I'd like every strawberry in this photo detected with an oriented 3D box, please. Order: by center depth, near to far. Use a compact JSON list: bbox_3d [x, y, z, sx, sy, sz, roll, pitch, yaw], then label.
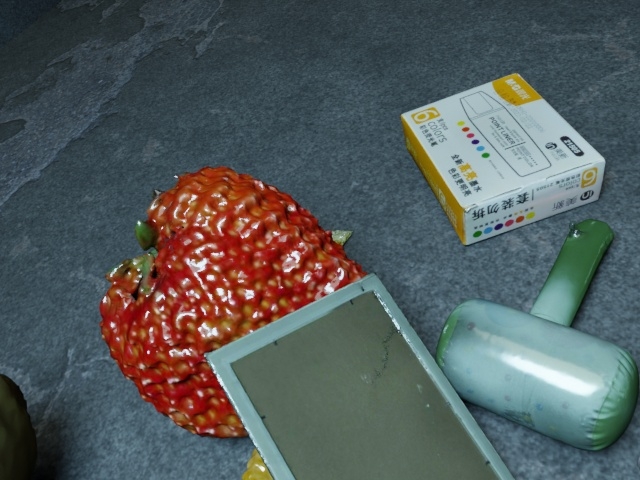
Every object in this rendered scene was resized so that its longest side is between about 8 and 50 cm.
[{"bbox_3d":[-0.084,0.094,0.690,0.351,0.267,0.312,28,87,5],"label":"strawberry"}]

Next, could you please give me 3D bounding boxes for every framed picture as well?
[{"bbox_3d":[0.054,0.189,0.521,0.231,0.018,0.293,-21,72,-38],"label":"framed picture"}]

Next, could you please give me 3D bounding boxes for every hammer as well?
[{"bbox_3d":[0.288,0.074,0.653,0.207,0.118,0.335,18,50,31],"label":"hammer"}]

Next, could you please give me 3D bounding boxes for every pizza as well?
[{"bbox_3d":[0.000,0.000,0.881,0.109,0.026,0.123,-26,44,-9],"label":"pizza"}]

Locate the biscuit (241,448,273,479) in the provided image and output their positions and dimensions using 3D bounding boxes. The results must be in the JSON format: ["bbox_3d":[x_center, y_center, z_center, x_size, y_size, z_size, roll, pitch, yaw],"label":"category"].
[{"bbox_3d":[0.043,0.266,0.516,0.254,0.035,0.254,15,44,-15],"label":"biscuit"}]

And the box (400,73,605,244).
[{"bbox_3d":[0.272,-0.138,0.866,0.221,0.091,0.273,-20,45,0],"label":"box"}]

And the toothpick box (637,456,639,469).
[{"bbox_3d":[0.361,0.240,0.461,0.098,0.098,0.149,-20,43,1],"label":"toothpick box"}]

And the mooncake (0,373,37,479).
[{"bbox_3d":[-0.515,0.268,0.549,0.393,0.394,0.246,-51,32,28],"label":"mooncake"}]
